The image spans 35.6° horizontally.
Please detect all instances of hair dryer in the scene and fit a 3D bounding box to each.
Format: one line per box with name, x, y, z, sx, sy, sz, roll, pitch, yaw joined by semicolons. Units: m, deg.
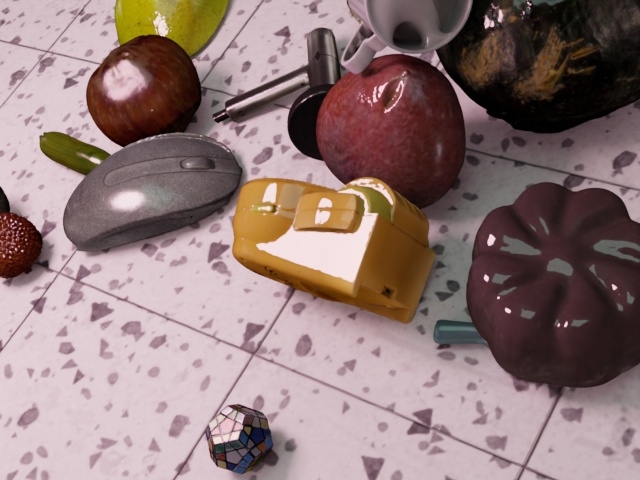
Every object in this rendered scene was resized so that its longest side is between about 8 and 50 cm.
hair dryer;-0.053;-0.251;1.945;0.284;0.155;0.320;-41;33;17

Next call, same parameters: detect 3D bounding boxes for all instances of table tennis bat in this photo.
table tennis bat;0.292;0.143;1.511;0.244;0.040;0.153;1;54;20

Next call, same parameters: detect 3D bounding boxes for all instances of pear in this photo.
pear;-0.362;-0.495;2.225;0.288;0.139;0.239;-10;61;19

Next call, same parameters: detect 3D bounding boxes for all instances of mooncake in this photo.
mooncake;0.353;0.056;1.447;0.306;0.154;0.306;-6;51;7

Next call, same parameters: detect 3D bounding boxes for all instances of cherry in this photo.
cherry;0.122;-0.187;1.670;0.261;0.307;0.221;32;57;14

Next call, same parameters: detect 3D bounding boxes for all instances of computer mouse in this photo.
computer mouse;-0.338;-0.098;1.918;0.374;0.114;0.203;-21;49;8

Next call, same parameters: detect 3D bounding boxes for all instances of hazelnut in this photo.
hazelnut;-0.352;-0.298;2.016;0.234;0.218;0.218;-46;51;-15

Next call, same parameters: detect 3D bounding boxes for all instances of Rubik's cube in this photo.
Rubik's cube;-0.125;0.305;1.535;0.111;0.111;0.093;17;91;33

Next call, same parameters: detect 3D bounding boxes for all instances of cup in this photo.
cup;0.106;-0.383;1.571;0.221;0.167;0.202;-26;24;-1

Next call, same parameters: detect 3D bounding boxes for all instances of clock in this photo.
clock;0.000;0.000;1.618;0.317;0.244;0.200;8;75;33

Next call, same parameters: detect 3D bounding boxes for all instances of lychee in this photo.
lychee;-0.608;0.008;1.958;0.123;0.123;0.129;-35;85;-4

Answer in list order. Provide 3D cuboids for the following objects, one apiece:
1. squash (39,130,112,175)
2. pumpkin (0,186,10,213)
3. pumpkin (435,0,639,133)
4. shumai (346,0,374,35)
squash;-0.517;-0.182;2.092;0.258;0.069;0.069;21;66;34
pumpkin;-0.717;-0.051;2.007;0.146;0.190;0.190;14;62;42
pumpkin;0.396;-0.395;1.659;0.454;0.344;0.454;-20;43;20
shumai;0.106;-0.458;2.020;0.099;0.124;0.087;-6;92;-3
